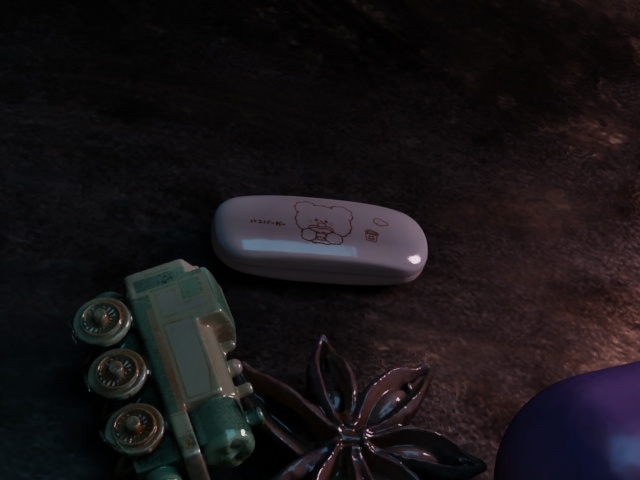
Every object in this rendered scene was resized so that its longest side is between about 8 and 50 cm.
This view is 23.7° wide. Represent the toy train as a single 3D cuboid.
[{"bbox_3d":[-0.115,0.106,1.154,0.125,0.081,0.194,-20,52,-7],"label":"toy train"}]

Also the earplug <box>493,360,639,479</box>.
[{"bbox_3d":[0.349,0.168,1.200,0.456,0.215,0.215,-6,50,-20],"label":"earplug"}]

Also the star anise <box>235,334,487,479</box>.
[{"bbox_3d":[0.033,0.167,1.174,0.197,0.073,0.212,3,50,-12],"label":"star anise"}]

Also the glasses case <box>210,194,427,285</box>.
[{"bbox_3d":[0.000,0.000,1.336,0.193,0.049,0.074,6,46,-16],"label":"glasses case"}]
